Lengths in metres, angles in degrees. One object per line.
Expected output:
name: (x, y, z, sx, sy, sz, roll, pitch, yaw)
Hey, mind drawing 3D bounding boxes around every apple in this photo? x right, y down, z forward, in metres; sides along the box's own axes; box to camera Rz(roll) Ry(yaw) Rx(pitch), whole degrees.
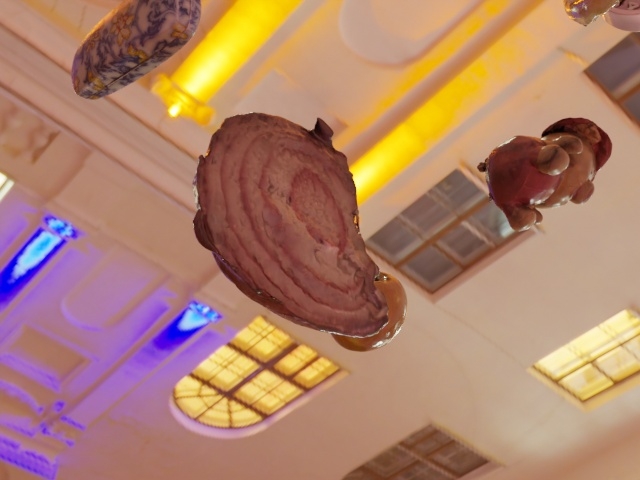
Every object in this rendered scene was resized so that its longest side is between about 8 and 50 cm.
apple: (0.121, 0.190, 2.151, 0.237, 0.207, 0.237, 6, -162, -2)

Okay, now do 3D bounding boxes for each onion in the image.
onion: (-0.066, -0.018, 1.001, 0.280, 0.146, 0.314, 19, -127, -37)

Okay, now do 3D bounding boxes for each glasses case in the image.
glasses case: (-0.242, -0.256, 1.016, 0.065, 0.248, 0.086, 8, -108, -45)

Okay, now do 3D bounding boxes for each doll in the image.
doll: (0.406, -0.122, 1.400, 0.256, 0.196, 0.152, -19, -98, -48)

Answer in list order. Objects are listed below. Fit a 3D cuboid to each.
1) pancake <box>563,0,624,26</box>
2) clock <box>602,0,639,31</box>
pancake: (0.536, -0.518, 1.277, 0.071, 0.382, 0.382, 36, -148, -13)
clock: (0.667, -0.534, 1.639, 0.068, 0.197, 0.196, 33, -149, -55)
